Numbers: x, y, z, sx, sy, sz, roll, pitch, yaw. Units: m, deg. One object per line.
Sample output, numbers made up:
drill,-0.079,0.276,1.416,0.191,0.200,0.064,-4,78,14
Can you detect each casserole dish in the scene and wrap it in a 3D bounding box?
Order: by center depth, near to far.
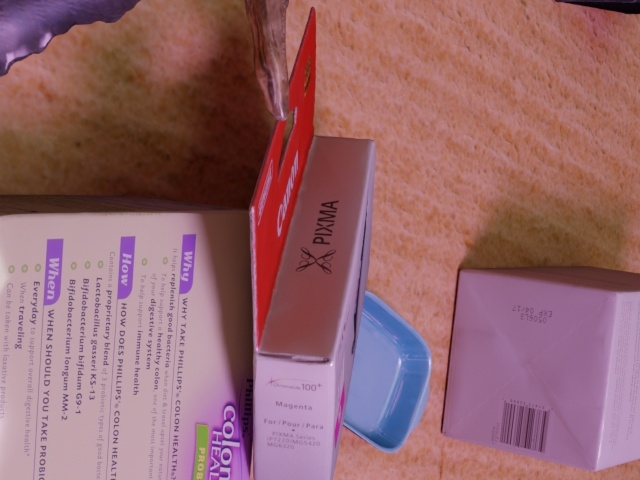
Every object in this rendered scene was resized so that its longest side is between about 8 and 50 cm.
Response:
casserole dish,0.038,0.115,1.227,0.188,0.037,0.114,41,64,-48

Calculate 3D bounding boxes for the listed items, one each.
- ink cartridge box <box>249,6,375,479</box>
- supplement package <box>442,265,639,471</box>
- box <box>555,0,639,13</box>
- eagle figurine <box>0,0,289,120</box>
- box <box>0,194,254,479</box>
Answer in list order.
ink cartridge box,0.000,0.000,0.994,0.275,0.060,0.239,-77,172,-53
supplement package,0.284,0.123,1.438,0.293,0.177,0.175,0,96,-53
box,0.344,-0.380,1.485,0.184,0.103,0.261,-5,101,-50
eagle figurine,-0.162,-0.190,0.735,0.225,0.298,0.226,64,30,-57
box,-0.158,0.080,0.890,0.243,0.117,0.213,-3,99,-52
